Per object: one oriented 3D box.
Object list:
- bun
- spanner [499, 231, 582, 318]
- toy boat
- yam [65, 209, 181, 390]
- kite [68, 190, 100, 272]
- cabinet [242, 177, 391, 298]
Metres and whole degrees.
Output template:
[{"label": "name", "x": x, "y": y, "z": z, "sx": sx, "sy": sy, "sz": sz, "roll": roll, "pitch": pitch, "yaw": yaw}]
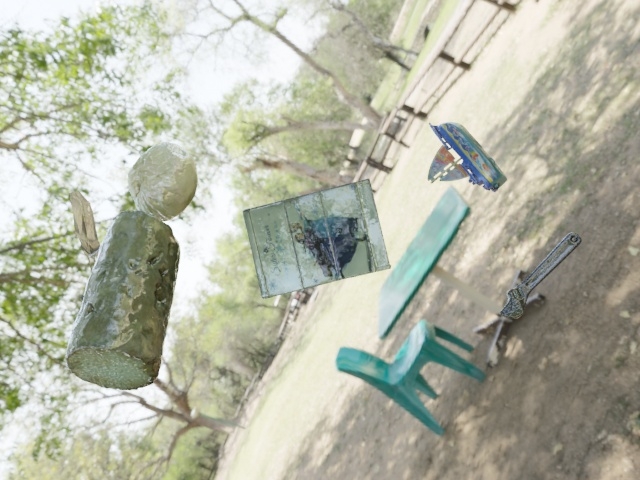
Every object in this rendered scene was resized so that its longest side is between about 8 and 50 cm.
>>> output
[{"label": "bun", "x": -0.225, "y": -0.083, "z": 0.793, "sx": 0.069, "sy": 0.115, "sz": 0.115, "roll": 7, "pitch": -71, "yaw": -51}, {"label": "spanner", "x": 0.392, "y": 0.061, "z": 1.011, "sx": 0.208, "sy": 0.046, "sz": 0.012, "roll": -43, "pitch": -17, "yaw": -10}, {"label": "toy boat", "x": 0.232, "y": -0.138, "z": 0.999, "sx": 0.110, "sy": 0.175, "sz": 0.091, "roll": -42, "pitch": -24, "yaw": 21}, {"label": "yam", "x": -0.227, "y": 0.066, "z": 0.680, "sx": 0.107, "sy": 0.107, "sz": 0.194, "roll": 115, "pitch": 161, "yaw": -52}, {"label": "kite", "x": -0.443, "y": 0.022, "z": 1.109, "sx": 0.141, "sy": 0.015, "sz": 0.245, "roll": 129, "pitch": 126, "yaw": -86}, {"label": "cabinet", "x": 0.000, "y": 0.000, "z": 0.945, "sx": 0.150, "sy": 0.205, "sz": 0.145, "roll": 20, "pitch": -124, "yaw": -83}]
